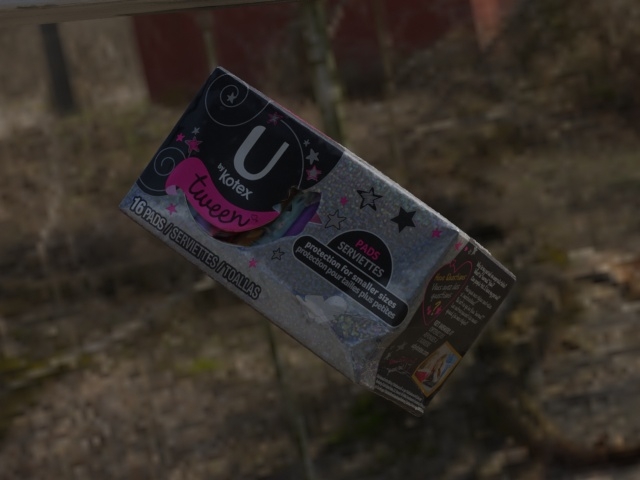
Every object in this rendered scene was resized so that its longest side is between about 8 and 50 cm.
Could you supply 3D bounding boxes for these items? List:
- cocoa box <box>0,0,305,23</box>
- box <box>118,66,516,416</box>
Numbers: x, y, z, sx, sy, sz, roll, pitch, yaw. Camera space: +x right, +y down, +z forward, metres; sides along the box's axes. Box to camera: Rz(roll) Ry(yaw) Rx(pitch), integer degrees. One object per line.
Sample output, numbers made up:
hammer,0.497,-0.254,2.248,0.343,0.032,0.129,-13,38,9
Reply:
cocoa box,-0.164,-0.236,1.097,0.347,0.228,0.231,-4,5,9
box,0.000,0.000,1.520,0.247,0.142,0.163,34,0,25
